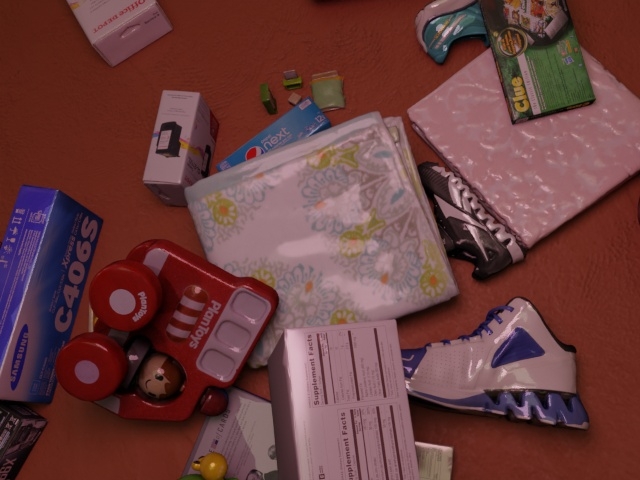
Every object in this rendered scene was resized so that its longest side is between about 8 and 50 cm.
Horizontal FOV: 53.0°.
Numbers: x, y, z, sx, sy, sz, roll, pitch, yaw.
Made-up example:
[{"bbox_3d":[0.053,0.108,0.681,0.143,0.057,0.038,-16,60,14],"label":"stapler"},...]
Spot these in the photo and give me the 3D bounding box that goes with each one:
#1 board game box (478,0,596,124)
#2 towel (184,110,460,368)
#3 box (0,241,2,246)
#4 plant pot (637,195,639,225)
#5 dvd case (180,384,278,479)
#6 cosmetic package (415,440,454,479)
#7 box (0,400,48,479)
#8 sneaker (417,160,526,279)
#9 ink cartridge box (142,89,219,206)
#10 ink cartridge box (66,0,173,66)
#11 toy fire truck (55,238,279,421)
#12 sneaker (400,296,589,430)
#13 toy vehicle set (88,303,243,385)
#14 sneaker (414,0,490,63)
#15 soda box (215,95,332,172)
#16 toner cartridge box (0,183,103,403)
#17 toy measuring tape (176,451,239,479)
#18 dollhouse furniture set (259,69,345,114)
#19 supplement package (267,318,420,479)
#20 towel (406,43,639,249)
[{"bbox_3d":[0.354,-0.335,1.073,0.136,0.030,0.260,-13,82,5],"label":"board game box"},{"bbox_3d":[0.000,0.000,1.030,0.374,0.090,0.321,-20,88,8],"label":"towel"},{"bbox_3d":[-0.688,0.038,1.229,0.136,0.027,0.094,6,73,12],"label":"box"},{"bbox_3d":[0.590,-0.075,0.904,0.272,0.265,0.273,-3,72,9],"label":"plant pot"},{"bbox_3d":[-0.087,0.352,1.021,0.238,0.029,0.179,19,77,16],"label":"dvd case"},{"bbox_3d":[0.143,0.334,0.977,0.115,0.041,0.060,7,74,12],"label":"cosmetic package"},{"bbox_3d":[-0.651,0.388,1.088,0.242,0.076,0.308,23,78,16],"label":"box"},{"bbox_3d":[0.221,-0.030,1.056,0.106,0.078,0.234,-38,72,-5],"label":"sneaker"},{"bbox_3d":[-0.247,-0.161,1.157,0.072,0.127,0.175,5,75,9],"label":"ink cartridge box"},{"bbox_3d":[-0.422,-0.486,1.308,0.154,0.093,0.212,-33,69,0],"label":"ink cartridge box"},{"bbox_3d":[-0.233,0.156,0.989,0.253,0.169,0.302,28,103,-2],"label":"toy fire truck"},{"bbox_3d":[0.245,0.173,0.976,0.315,0.127,0.182,9,71,6],"label":"sneaker"},{"bbox_3d":[-0.269,0.170,1.106,0.266,0.035,0.166,-9,72,8],"label":"toy vehicle set"},{"bbox_3d":[0.308,-0.412,1.164,0.275,0.107,0.110,-24,90,7],"label":"sneaker"},{"bbox_3d":[-0.079,-0.160,1.154,0.210,0.071,0.067,-37,70,-2],"label":"soda box"},{"bbox_3d":[-0.487,0.096,1.102,0.075,0.165,0.348,8,75,13],"label":"toner cartridge box"},{"bbox_3d":[-0.208,0.469,0.957,0.121,0.121,0.330,16,93,15],"label":"toy measuring tape"},{"bbox_3d":[-0.032,-0.278,1.189,0.151,0.058,0.076,-9,72,8],"label":"dollhouse furniture set"},{"bbox_3d":[0.016,0.236,0.875,0.145,0.262,0.204,-4,72,-11],"label":"supplement package"},{"bbox_3d":[0.367,-0.191,1.093,0.317,0.053,0.332,-36,70,-1],"label":"towel"}]
